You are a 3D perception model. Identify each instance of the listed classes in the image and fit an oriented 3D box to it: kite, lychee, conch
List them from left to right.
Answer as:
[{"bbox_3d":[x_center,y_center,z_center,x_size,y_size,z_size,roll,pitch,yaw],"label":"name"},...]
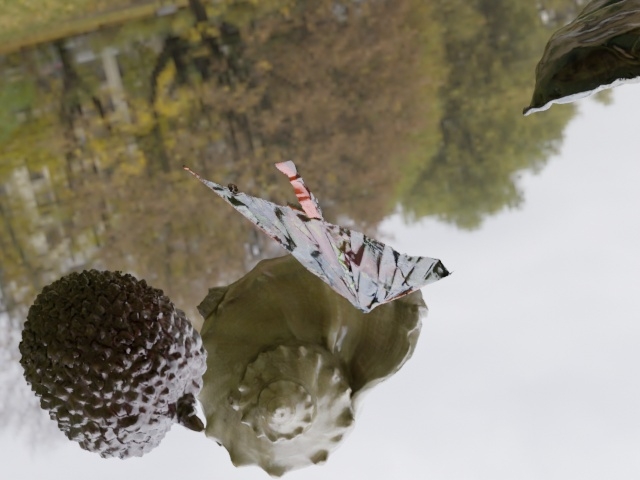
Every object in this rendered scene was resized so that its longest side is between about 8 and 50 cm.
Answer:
[{"bbox_3d":[-0.073,0.044,0.464,0.083,0.067,0.068,31,-143,25],"label":"lychee"},{"bbox_3d":[-0.016,0.096,1.349,0.263,0.186,0.324,-30,-154,11],"label":"conch"},{"bbox_3d":[0.000,0.000,0.922,0.232,0.189,0.009,18,-117,31],"label":"kite"}]

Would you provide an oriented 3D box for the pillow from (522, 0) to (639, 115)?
[{"bbox_3d":[0.220,-0.147,0.648,0.189,0.034,0.255,-13,-154,37],"label":"pillow"}]
